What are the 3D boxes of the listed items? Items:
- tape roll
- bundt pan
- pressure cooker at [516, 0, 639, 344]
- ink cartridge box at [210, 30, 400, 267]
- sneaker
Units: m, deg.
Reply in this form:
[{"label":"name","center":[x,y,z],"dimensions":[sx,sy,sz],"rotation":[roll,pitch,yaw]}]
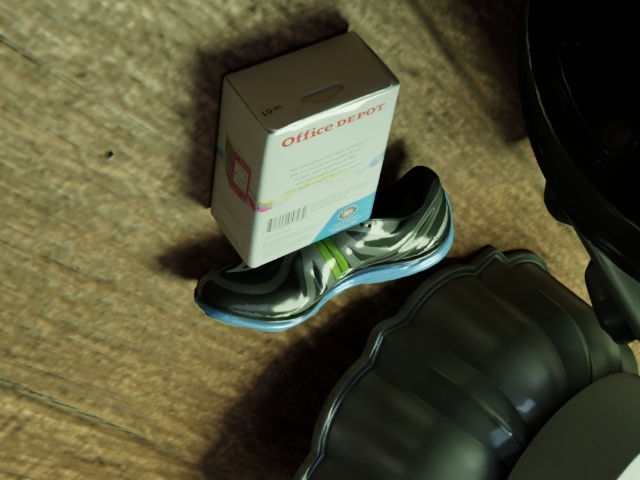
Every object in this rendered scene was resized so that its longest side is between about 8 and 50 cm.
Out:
[{"label":"tape roll","center":[0.213,0.211,1.170],"dimensions":[0.219,0.072,0.219],"rotation":[-29,134,-34]},{"label":"bundt pan","center":[0.133,0.177,1.218],"dimensions":[0.331,0.124,0.330],"rotation":[-28,133,-35]},{"label":"pressure cooker","center":[0.329,-0.054,0.950],"dimensions":[0.375,0.370,0.420],"rotation":[-36,148,5]},{"label":"ink cartridge box","center":[-0.011,-0.052,0.905],"dimensions":[0.088,0.052,0.122],"rotation":[-23,150,-25]},{"label":"sneaker","center":[0.000,0.000,0.998],"dimensions":[0.188,0.067,0.078],"rotation":[-22,127,-22]}]
